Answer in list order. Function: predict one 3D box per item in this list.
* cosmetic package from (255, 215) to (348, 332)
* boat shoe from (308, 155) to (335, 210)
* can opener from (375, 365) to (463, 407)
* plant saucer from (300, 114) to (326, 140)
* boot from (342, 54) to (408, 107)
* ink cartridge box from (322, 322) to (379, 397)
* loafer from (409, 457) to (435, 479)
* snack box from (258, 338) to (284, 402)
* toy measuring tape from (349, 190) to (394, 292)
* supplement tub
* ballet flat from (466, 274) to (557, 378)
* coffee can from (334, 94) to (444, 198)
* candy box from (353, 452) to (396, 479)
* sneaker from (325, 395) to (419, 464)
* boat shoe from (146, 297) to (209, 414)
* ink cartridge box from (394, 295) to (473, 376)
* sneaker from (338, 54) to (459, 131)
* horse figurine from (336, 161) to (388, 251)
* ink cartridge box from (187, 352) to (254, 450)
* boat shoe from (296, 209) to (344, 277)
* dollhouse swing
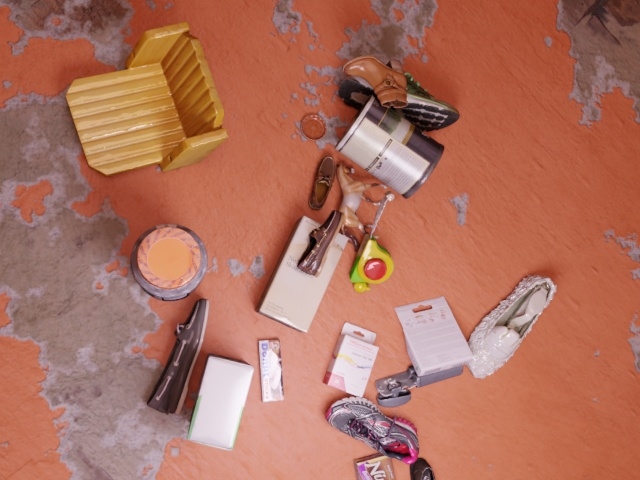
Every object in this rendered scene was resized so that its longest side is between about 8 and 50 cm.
[{"bbox_3d":[-0.056,0.102,1.823,0.160,0.113,0.309,25,78,-9],"label":"cosmetic package"},{"bbox_3d":[0.012,-0.181,1.905,0.064,0.060,0.177,18,78,-11],"label":"boat shoe"},{"bbox_3d":[0.302,0.437,1.895,0.284,0.076,0.095,-12,117,-15],"label":"can opener"},{"bbox_3d":[-0.022,-0.356,1.946,0.084,0.013,0.083,2,82,-14],"label":"plant saucer"},{"bbox_3d":[0.169,-0.469,1.835,0.197,0.073,0.152,-3,71,-12],"label":"boot"},{"bbox_3d":[0.098,0.356,1.845,0.115,0.067,0.198,22,78,-10],"label":"ink cartridge box"},{"bbox_3d":[0.315,0.768,1.833,0.080,0.078,0.219,-11,85,-15],"label":"loafer"},{"bbox_3d":[-0.145,0.382,1.806,0.064,0.022,0.178,-3,83,-13],"label":"snack box"},{"bbox_3d":[0.187,0.018,1.855,0.122,0.121,0.330,19,107,-10],"label":"toy measuring tape"},{"bbox_3d":[-0.402,0.062,1.638,0.194,0.316,0.193,2,81,-13],"label":"supplement tub"},{"bbox_3d":[0.608,0.261,1.950,0.147,0.147,0.409,42,76,-5],"label":"ballet flat"},{"bbox_3d":[0.211,-0.287,1.895,0.275,0.201,0.201,34,76,-7],"label":"coffee can"},{"bbox_3d":[0.171,0.732,1.818,0.109,0.053,0.186,-9,86,-15],"label":"candy box"},{"bbox_3d":[0.157,0.550,1.787,0.299,0.112,0.120,22,112,-8],"label":"sneaker"},{"bbox_3d":[-0.393,0.317,1.711,0.096,0.112,0.334,17,82,-15],"label":"boat shoe"},{"bbox_3d":[0.345,0.295,1.908,0.181,0.056,0.224,-11,53,-15],"label":"ink cartridge box"},{"bbox_3d":[0.270,-0.490,1.975,0.411,0.158,0.181,18,70,-13],"label":"sneaker"},{"bbox_3d":[0.112,-0.103,1.914,0.175,0.066,0.263,18,76,-20],"label":"horse figurine"},{"bbox_3d":[-0.269,0.418,1.635,0.122,0.289,0.211,15,79,-8],"label":"ink cartridge box"},{"bbox_3d":[0.000,0.000,1.754,0.073,0.073,0.206,26,77,-11],"label":"boat shoe"},{"bbox_3d":[-0.496,-0.378,1.706,0.305,0.315,0.346,-17,87,-36],"label":"dollhouse swing"}]
